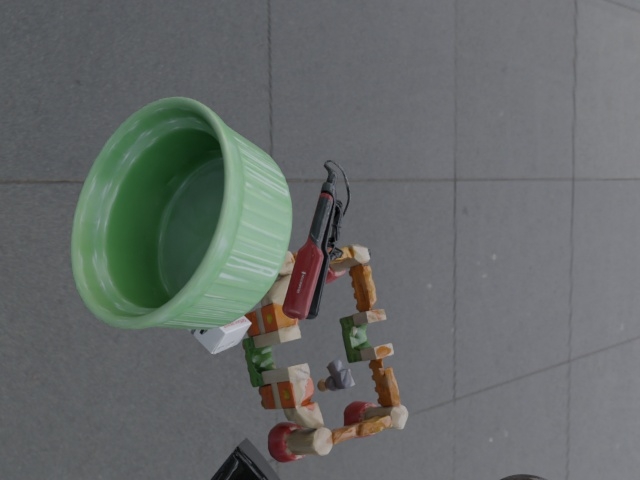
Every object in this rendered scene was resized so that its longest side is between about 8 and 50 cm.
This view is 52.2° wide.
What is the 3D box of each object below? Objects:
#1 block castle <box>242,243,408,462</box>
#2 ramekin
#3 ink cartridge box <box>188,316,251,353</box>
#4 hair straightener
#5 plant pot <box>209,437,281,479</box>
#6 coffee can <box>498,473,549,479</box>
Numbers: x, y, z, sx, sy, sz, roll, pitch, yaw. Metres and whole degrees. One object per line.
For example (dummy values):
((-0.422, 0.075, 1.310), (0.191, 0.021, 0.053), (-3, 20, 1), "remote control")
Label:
((-0.013, 0.241, 1.459), (0.302, 0.212, 0.454), (-6, 79, -37), "block castle")
((-0.182, -0.023, 0.879), (0.148, 0.303, 0.304), (23, 78, -51), "ramekin")
((-0.214, 0.144, 1.255), (0.056, 0.135, 0.099), (-55, 163, 19), "ink cartridge box")
((0.000, 0.000, 0.933), (0.089, 0.047, 0.231), (22, 77, -67), "hair straightener")
((-0.165, 0.558, 1.398), (0.167, 0.188, 0.187), (37, 81, 8), "plant pot")
((0.415, 0.622, 1.276), (0.275, 0.201, 0.202), (-46, 129, -73), "coffee can")
